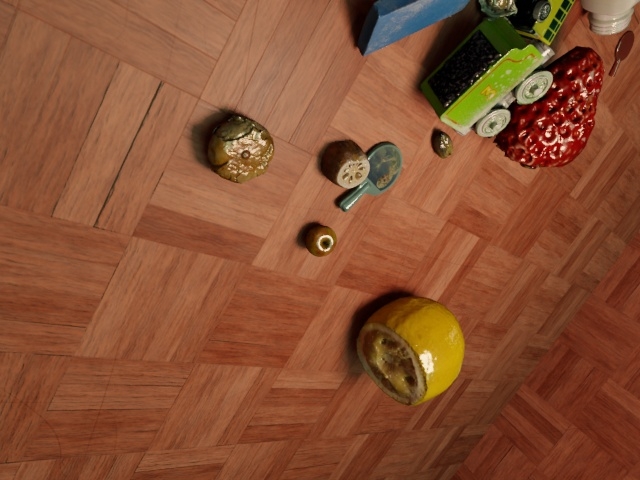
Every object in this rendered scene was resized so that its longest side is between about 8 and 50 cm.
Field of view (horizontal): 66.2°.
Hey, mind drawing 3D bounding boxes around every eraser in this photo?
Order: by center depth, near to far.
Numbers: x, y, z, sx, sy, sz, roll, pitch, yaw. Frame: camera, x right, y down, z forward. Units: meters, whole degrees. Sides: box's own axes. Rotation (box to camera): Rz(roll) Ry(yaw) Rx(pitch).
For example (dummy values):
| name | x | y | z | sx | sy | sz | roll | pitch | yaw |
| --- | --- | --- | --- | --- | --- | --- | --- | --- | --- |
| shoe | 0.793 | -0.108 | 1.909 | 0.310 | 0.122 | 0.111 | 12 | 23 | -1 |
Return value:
| name | x | y | z | sx | sy | sz | roll | pitch | yaw |
| --- | --- | --- | --- | --- | --- | --- | --- | --- | --- |
| eraser | 0.229 | -0.528 | 1.109 | 0.311 | 0.043 | 0.144 | -30 | 173 | -15 |

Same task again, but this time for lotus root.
| name | x | y | z | sx | sy | sz | roll | pitch | yaw |
| --- | --- | --- | --- | --- | --- | --- | --- | --- | --- |
| lotus root | 0.067 | -0.190 | 1.267 | 0.122 | 0.081 | 0.112 | -12 | 134 | -31 |
| lotus root | 0.360 | -0.283 | 1.441 | 0.054 | 0.049 | 0.099 | -35 | 137 | -1 |

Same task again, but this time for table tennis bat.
| name | x | y | z | sx | sy | sz | roll | pitch | yaw |
| --- | --- | --- | --- | --- | --- | --- | --- | --- | --- |
| table tennis bat | 0.140 | -0.169 | 1.365 | 0.237 | 0.038 | 0.149 | -44 | 137 | -7 |
| table tennis bat | 1.070 | -0.662 | 1.744 | 0.098 | 0.019 | 0.155 | -5 | 120 | -36 |

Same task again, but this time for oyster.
| name | x | y | z | sx | sy | sz | roll | pitch | yaw |
| --- | --- | --- | --- | --- | --- | --- | --- | --- | --- |
| oyster | 0.454 | -0.625 | 1.262 | 0.098 | 0.037 | 0.100 | -13 | 126 | 10 |

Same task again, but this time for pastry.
| name | x | y | z | sx | sy | sz | roll | pitch | yaw |
| --- | --- | --- | --- | --- | --- | --- | --- | --- | --- |
| pastry | -0.174 | -0.196 | 1.068 | 0.153 | 0.081 | 0.153 | -27 | 143 | -23 |

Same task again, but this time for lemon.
| name | x | y | z | sx | sy | sz | roll | pitch | yaw |
| --- | --- | --- | --- | --- | --- | --- | --- | --- | --- |
| lemon | 0.332 | 0.355 | 1.683 | 0.364 | 0.364 | 0.365 | -20 | 131 | -26 |

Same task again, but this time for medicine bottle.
| name | x | y | z | sx | sy | sz | roll | pitch | yaw |
| --- | --- | --- | --- | --- | --- | --- | --- | --- | --- |
| medicine bottle | 0.814 | -0.747 | 1.364 | 0.124 | 0.179 | 0.324 | -38 | 135 | -9 |

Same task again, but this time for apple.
| name | x | y | z | sx | sy | sz | roll | pitch | yaw |
| --- | --- | --- | --- | --- | --- | --- | --- | --- | --- |
| apple | 0.000 | 0.000 | 1.348 | 0.089 | 0.074 | 0.090 | -19 | 128 | -26 |

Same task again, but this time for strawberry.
| name | x | y | z | sx | sy | sz | roll | pitch | yaw |
| --- | --- | --- | --- | --- | --- | --- | --- | --- | --- |
| strawberry | 0.687 | -0.382 | 1.430 | 0.317 | 0.295 | 0.345 | 9 | 132 | -38 |

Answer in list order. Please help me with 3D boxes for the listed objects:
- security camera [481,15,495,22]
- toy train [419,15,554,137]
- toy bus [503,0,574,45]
| name | x | y | z | sx | sy | sz | roll | pitch | yaw |
| --- | --- | --- | --- | --- | --- | --- | --- | --- | --- |
| security camera | 0.446 | -0.554 | 1.321 | 0.058 | 0.058 | 0.092 | -13 | 114 | -31 |
| toy train | 0.435 | -0.416 | 1.278 | 0.248 | 0.174 | 0.307 | 15 | 134 | -42 |
| toy bus | 0.604 | -0.671 | 1.296 | 0.150 | 0.128 | 0.262 | 7 | 116 | -41 |
